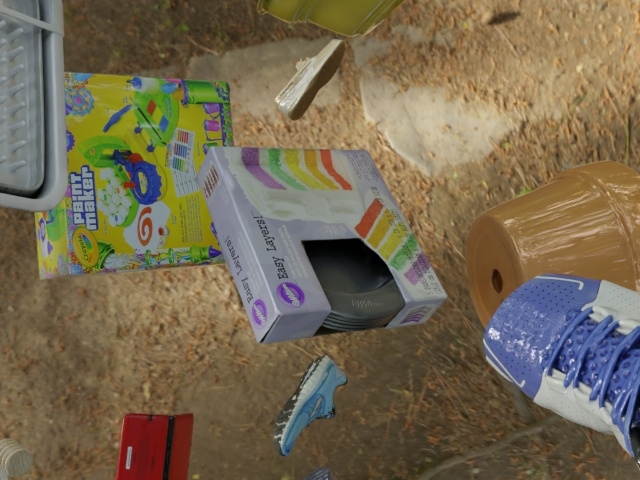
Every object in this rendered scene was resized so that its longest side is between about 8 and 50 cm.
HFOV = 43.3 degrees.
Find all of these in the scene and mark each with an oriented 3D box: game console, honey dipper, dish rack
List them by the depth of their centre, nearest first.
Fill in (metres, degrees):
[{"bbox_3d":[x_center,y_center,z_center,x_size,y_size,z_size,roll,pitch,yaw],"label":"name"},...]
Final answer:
[{"bbox_3d":[-0.358,0.214,0.867,0.160,0.030,0.031,11,78,45],"label":"honey dipper"},{"bbox_3d":[-0.420,-0.197,0.892,0.072,0.285,0.333,-17,72,32],"label":"dish rack"},{"bbox_3d":[-0.279,0.364,1.363,0.124,0.085,0.144,6,82,-13],"label":"game console"}]

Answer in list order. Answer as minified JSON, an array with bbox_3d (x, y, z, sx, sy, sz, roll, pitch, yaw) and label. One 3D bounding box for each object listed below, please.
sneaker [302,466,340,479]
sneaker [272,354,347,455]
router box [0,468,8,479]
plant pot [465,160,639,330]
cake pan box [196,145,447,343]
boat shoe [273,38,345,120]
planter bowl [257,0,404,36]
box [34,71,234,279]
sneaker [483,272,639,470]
[{"bbox_3d":[0.010,0.437,1.011,0.112,0.131,0.319,-42,21,28],"label":"sneaker"},{"bbox_3d":[-0.011,0.256,1.212,0.073,0.063,0.162,36,74,-9],"label":"sneaker"},{"bbox_3d":[-0.697,0.497,1.351,0.082,0.335,0.301,-50,43,27],"label":"router box"},{"bbox_3d":[0.343,0.040,1.169,0.203,0.291,0.291,-9,70,-13],"label":"plant pot"},{"bbox_3d":[0.000,0.000,0.993,0.070,0.245,0.267,-59,45,43],"label":"cake pan box"},{"bbox_3d":[-0.021,-0.295,1.425,0.059,0.063,0.170,34,81,19],"label":"boat shoe"},{"bbox_3d":[0.048,-0.263,0.774,0.217,0.217,0.090,-43,94,5],"label":"planter bowl"},{"bbox_3d":[-0.291,-0.095,1.263,0.177,0.279,0.290,-9,85,56],"label":"box"},{"bbox_3d":[0.237,0.097,0.541,0.315,0.182,0.127,34,90,44],"label":"sneaker"}]
